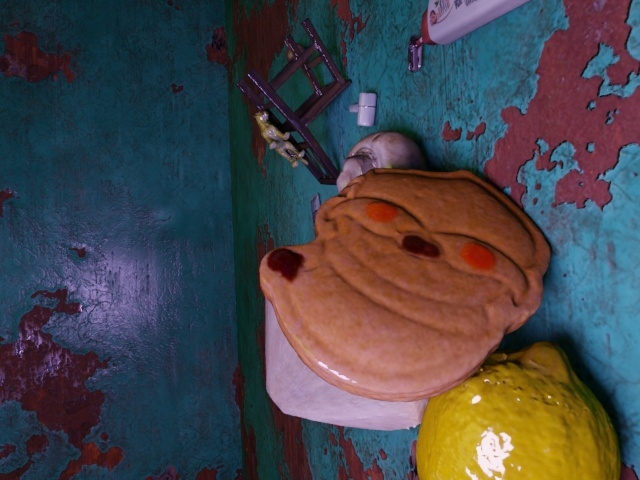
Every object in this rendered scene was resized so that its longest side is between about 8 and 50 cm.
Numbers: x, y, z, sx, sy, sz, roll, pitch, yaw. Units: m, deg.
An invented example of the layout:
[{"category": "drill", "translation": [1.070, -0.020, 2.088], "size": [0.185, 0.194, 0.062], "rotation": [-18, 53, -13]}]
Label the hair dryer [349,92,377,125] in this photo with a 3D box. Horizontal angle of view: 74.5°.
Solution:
[{"category": "hair dryer", "translation": [0.109, -0.355, 1.148], "size": [0.137, 0.047, 0.082], "rotation": [-138, 50, -67]}]

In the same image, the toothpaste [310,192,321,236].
[{"category": "toothpaste", "translation": [-0.007, -0.054, 1.450], "size": [0.060, 0.038, 0.233], "rotation": [134, 133, -55]}]

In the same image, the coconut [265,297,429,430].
[{"category": "coconut", "translation": [0.069, 0.163, 0.793], "size": [0.344, 0.415, 0.415], "rotation": [49, 147, 7]}]

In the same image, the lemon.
[{"category": "lemon", "translation": [0.260, 0.285, 0.575], "size": [0.245, 0.245, 0.319], "rotation": [-149, 68, -63]}]

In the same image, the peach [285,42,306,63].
[{"category": "peach", "translation": [-0.089, -0.680, 1.544], "size": [0.083, 0.083, 0.083], "rotation": [178, 90, -67]}]

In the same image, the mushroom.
[{"category": "mushroom", "translation": [0.130, -0.123, 0.942], "size": [0.255, 0.184, 0.254], "rotation": [19, 114, 51]}]

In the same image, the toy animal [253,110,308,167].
[{"category": "toy animal", "translation": [-0.119, -0.299, 1.275], "size": [0.073, 0.181, 0.136], "rotation": [-47, 54, 6]}]

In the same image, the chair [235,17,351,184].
[{"category": "chair", "translation": [-0.017, -0.402, 1.294], "size": [0.240, 0.416, 0.203], "rotation": [-48, 23, -10]}]

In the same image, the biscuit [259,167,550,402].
[{"category": "biscuit", "translation": [0.141, 0.027, 0.627], "size": [0.350, 0.455, 0.078], "rotation": [31, 144, 19]}]

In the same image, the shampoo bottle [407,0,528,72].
[{"category": "shampoo bottle", "translation": [0.250, -0.424, 0.776], "size": [0.284, 0.071, 0.153], "rotation": [158, 106, -68]}]
